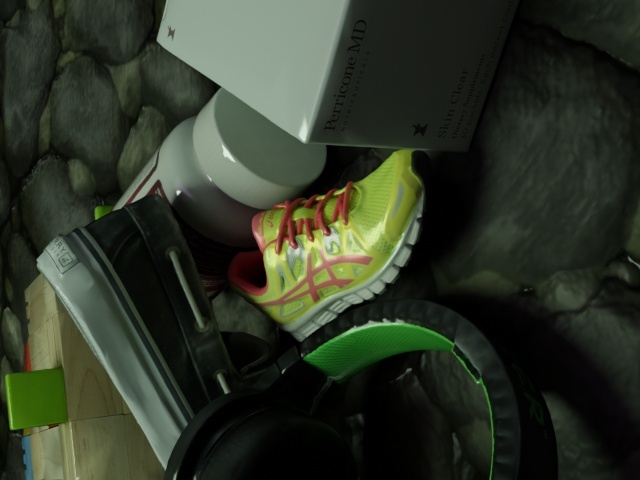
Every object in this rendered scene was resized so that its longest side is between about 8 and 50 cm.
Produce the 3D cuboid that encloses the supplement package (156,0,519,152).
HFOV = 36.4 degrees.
[{"bbox_3d":[0.024,-0.216,0.634,0.204,0.145,0.262,39,121,44],"label":"supplement package"}]

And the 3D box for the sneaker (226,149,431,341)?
[{"bbox_3d":[0.000,0.000,0.693,0.208,0.094,0.081,-46,22,41],"label":"sneaker"}]

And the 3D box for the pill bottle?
[{"bbox_3d":[-0.094,-0.029,0.808,0.221,0.121,0.121,-42,59,44],"label":"pill bottle"}]

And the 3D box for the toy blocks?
[{"bbox_3d":[-0.230,0.184,0.973,0.261,0.190,0.382,-29,68,61],"label":"toy blocks"}]

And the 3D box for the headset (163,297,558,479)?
[{"bbox_3d":[-0.006,0.221,0.644,0.394,0.185,0.243,-44,37,7],"label":"headset"}]

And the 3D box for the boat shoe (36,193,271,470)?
[{"bbox_3d":[-0.086,0.117,0.758,0.121,0.119,0.335,37,156,57],"label":"boat shoe"}]
